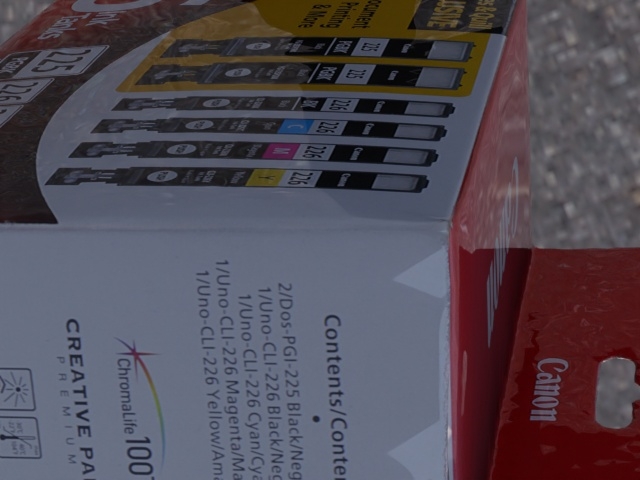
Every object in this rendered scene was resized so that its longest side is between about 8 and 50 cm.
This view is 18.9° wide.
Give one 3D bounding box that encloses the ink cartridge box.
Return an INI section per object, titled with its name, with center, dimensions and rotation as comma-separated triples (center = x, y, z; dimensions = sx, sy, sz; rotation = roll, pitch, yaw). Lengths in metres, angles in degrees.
[ink cartridge box]
center = 0.000, 0.000, 0.694
dimensions = 0.272, 0.309, 0.130
rotation = 0, 111, 10
